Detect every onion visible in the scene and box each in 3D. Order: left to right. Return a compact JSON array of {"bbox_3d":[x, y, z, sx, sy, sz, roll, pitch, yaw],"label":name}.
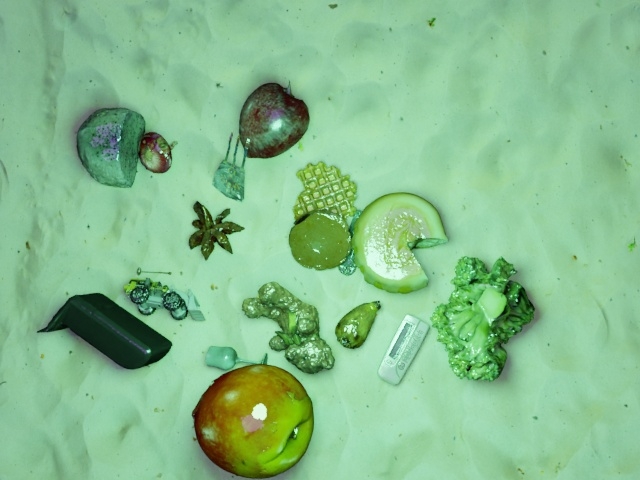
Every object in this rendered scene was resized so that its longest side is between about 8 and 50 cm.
[{"bbox_3d":[-0.563,-0.318,1.986,0.150,0.140,0.149,17,121,31],"label":"onion"}]

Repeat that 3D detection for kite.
[{"bbox_3d":[-0.300,-0.252,1.919,0.141,0.015,0.245,27,121,14],"label":"kite"}]

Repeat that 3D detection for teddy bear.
[{"bbox_3d":[-0.107,0.298,1.798,0.296,0.246,0.222,24,49,-25],"label":"teddy bear"}]

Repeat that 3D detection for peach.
[{"bbox_3d":[-0.209,0.544,1.717,0.371,0.370,0.369,-1,82,5],"label":"peach"}]

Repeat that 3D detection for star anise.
[{"bbox_3d":[-0.376,-0.032,1.926,0.213,0.111,0.196,31,93,2],"label":"star anise"}]

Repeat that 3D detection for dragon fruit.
[{"bbox_3d":[-0.752,-0.338,1.942,0.204,0.221,0.282,7,85,0],"label":"dragon fruit"}]

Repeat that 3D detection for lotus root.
[{"bbox_3d":[0.129,0.271,1.844,0.108,0.094,0.190,43,79,-14],"label":"lotus root"}]

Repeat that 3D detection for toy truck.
[{"bbox_3d":[-0.522,0.198,1.892,0.286,0.136,0.111,11,63,6],"label":"toy truck"}]

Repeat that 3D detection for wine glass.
[{"bbox_3d":[-0.280,0.399,1.865,0.196,0.079,0.079,8,83,6],"label":"wine glass"}]

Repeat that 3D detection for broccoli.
[{"bbox_3d":[0.499,0.226,1.733,0.277,0.317,0.338,31,47,20],"label":"broccoli"}]

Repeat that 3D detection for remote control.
[{"bbox_3d":[0.268,0.358,1.835,0.090,0.049,0.230,29,86,9],"label":"remote control"}]

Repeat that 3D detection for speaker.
[{"bbox_3d":[-0.719,0.325,1.874,0.389,0.180,0.184,31,93,9],"label":"speaker"}]

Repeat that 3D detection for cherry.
[{"bbox_3d":[-0.167,-0.404,1.907,0.230,0.203,0.300,38,101,7],"label":"cherry"}]

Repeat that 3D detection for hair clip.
[{"bbox_3d":[0.109,0.007,1.905,0.066,0.036,0.229,13,90,13],"label":"hair clip"}]

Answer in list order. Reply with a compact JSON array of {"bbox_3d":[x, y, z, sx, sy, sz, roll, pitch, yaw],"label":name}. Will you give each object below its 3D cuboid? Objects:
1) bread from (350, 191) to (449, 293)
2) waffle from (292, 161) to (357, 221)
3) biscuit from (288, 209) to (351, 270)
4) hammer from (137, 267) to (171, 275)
[{"bbox_3d":[0.249,0.006,1.830,0.334,0.160,0.332,-1,80,4],"label":"bread"},{"bbox_3d":[0.000,-0.138,1.925,0.249,0.056,0.253,36,89,8],"label":"waffle"},{"bbox_3d":[0.000,0.000,1.874,0.226,0.042,0.225,3,110,8],"label":"biscuit"},{"bbox_3d":[-0.585,0.112,1.966,0.123,0.014,0.029,3,91,3],"label":"hammer"}]
